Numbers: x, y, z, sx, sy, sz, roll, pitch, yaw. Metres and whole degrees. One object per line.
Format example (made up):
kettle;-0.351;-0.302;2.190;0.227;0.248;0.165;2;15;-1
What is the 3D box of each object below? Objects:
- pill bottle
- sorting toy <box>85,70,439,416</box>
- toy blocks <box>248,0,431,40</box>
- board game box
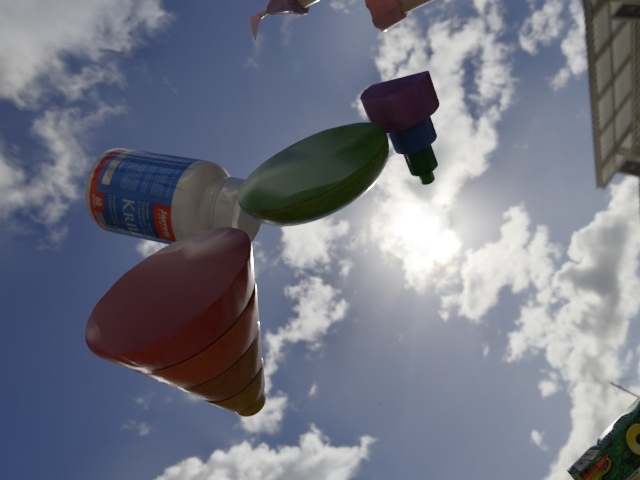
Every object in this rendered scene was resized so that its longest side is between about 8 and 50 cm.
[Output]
pill bottle;-0.196;-0.054;0.769;0.124;0.221;0.124;10;-90;-70
sorting toy;0.000;0.000;0.449;0.365;0.127;0.126;-45;-58;-32
toy blocks;-0.011;-0.440;0.709;0.309;0.260;0.289;10;-111;-60
board game box;0.449;0.261;0.717;0.259;0.136;0.030;-38;-4;-13
